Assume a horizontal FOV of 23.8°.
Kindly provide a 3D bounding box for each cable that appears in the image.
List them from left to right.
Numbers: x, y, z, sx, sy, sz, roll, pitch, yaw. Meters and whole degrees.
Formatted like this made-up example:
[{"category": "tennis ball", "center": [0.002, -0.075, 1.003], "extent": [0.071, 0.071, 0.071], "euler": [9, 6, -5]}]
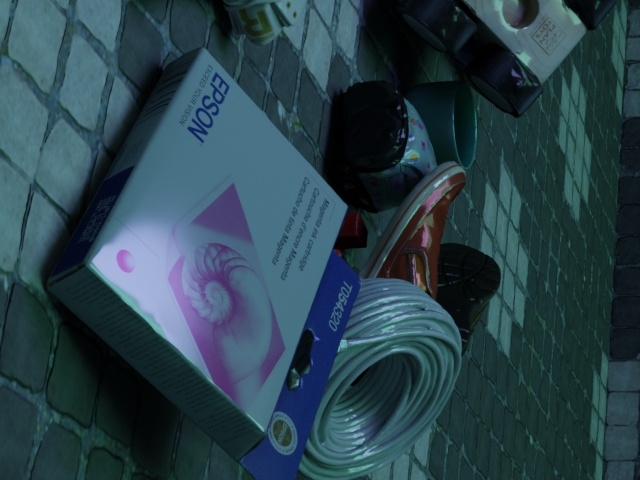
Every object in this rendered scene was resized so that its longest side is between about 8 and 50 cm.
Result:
[{"category": "cable", "center": [0.042, 0.162, 1.733], "extent": [0.257, 0.089, 0.257], "euler": [-18, 134, -30]}]

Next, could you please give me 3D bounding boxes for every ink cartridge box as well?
[{"category": "ink cartridge box", "center": [-0.075, 0.030, 1.466], "extent": [0.330, 0.071, 0.324], "euler": [45, 40, -24]}]

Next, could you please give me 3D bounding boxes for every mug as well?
[{"category": "mug", "center": [0.164, -0.154, 2.221], "extent": [0.129, 0.097, 0.157], "euler": [48, 46, -60]}]

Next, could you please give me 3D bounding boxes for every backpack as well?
[{"category": "backpack", "center": [0.091, -0.109, 2.009], "extent": [0.182, 0.115, 0.152], "euler": [60, 32, -56]}]

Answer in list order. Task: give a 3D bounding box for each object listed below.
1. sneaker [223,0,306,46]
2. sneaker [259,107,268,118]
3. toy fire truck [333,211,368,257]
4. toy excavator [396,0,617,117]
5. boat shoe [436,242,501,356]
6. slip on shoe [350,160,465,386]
[{"category": "sneaker", "center": [-0.078, -0.273, 1.595], "extent": [0.292, 0.108, 0.169], "euler": [-61, 140, -55]}, {"category": "sneaker", "center": [-0.040, -0.029, 1.694], "extent": [0.094, 0.091, 0.258], "euler": [-54, 137, -58]}, {"category": "toy fire truck", "center": [0.000, 0.000, 1.857], "extent": [0.192, 0.047, 0.135], "euler": [52, 41, -55]}, {"category": "toy excavator", "center": [0.255, -0.330, 2.303], "extent": [0.433, 0.445, 0.222], "euler": [40, 89, -26]}, {"category": "boat shoe", "center": [0.171, 0.114, 2.224], "extent": [0.324, 0.123, 0.120], "euler": [-51, 165, -56]}, {"category": "slip on shoe", "center": [0.106, 0.045, 1.910], "extent": [0.331, 0.101, 0.123], "euler": [-60, 172, -21]}]
